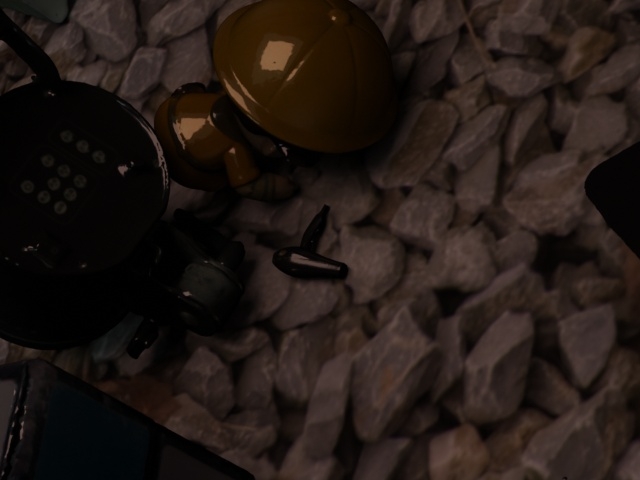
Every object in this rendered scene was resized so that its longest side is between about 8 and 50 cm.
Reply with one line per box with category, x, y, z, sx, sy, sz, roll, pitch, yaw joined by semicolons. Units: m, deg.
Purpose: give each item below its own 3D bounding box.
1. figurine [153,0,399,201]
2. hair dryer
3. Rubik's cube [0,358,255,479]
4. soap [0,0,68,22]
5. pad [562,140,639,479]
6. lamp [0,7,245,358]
figurine;-0.050;-0.138;1.795;0.257;0.167;0.192;-31;62;25
hair dryer;0.000;0.000;1.769;0.079;0.031;0.083;8;62;31
Rubik's cube;-0.278;0.311;1.599;0.313;0.318;0.316;-12;57;34
soap;-0.428;-0.361;2.238;0.289;0.173;0.095;22;80;45
pad;0.274;0.037;1.493;0.323;0.055;0.250;-43;45;11
lamp;-0.271;-0.023;1.818;0.205;0.374;0.272;-57;17;-27
